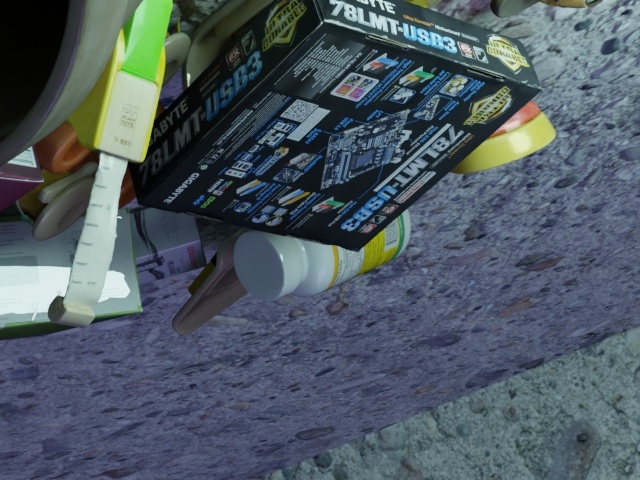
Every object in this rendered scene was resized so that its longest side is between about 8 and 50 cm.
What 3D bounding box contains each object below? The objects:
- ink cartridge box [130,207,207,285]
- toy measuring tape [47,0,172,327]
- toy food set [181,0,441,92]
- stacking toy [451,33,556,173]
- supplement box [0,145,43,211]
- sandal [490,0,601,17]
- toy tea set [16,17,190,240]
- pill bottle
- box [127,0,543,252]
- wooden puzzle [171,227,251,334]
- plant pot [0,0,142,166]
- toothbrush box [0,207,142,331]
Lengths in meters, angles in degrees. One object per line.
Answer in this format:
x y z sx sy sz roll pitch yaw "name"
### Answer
-0.220 0.009 2.062 0.151 0.063 0.109 -16 162 -4 "ink cartridge box"
-0.210 -0.093 1.450 0.121 0.330 0.121 12 175 1 "toy measuring tape"
0.037 -0.207 1.622 0.220 0.092 0.306 3 153 -45 "toy food set"
0.102 -0.145 1.890 0.309 0.130 0.279 -18 -168 14 "stacking toy"
-0.318 -0.114 1.429 0.104 0.188 0.081 -30 158 33 "supplement box"
0.280 -0.271 1.700 0.219 0.060 0.090 -18 161 4 "sandal"
-0.250 -0.119 1.659 0.200 0.124 0.336 -41 169 -27 "toy tea set"
0.000 0.000 1.994 0.208 0.117 0.117 -24 170 -42 "pill bottle"
0.013 -0.113 1.610 0.293 0.073 0.295 10 140 -41 "box"
-0.084 0.009 2.123 0.221 0.044 0.238 -36 169 -31 "wooden puzzle"
-0.219 -0.218 1.048 0.323 0.323 0.280 -28 -173 30 "plant pot"
-0.354 0.047 1.862 0.206 0.122 0.283 -5 173 -31 "toothbrush box"
